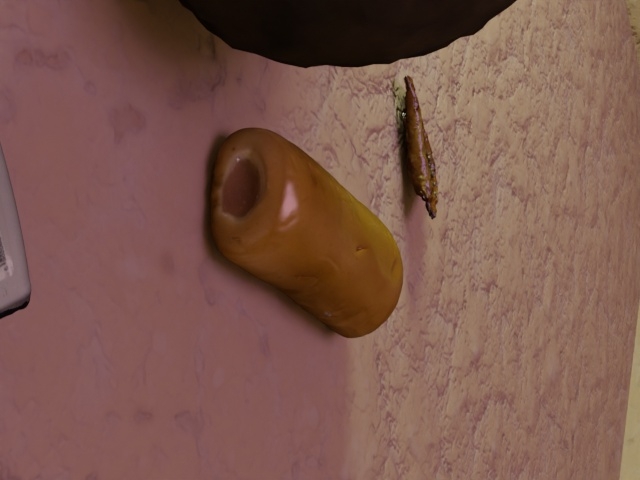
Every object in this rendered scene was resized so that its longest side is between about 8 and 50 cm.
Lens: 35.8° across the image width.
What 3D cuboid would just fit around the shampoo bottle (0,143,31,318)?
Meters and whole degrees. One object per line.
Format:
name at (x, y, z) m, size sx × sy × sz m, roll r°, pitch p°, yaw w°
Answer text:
shampoo bottle at (-0.250, -0.078, 0.541) m, size 0.153 × 0.071 × 0.284 m, roll -26°, pitch 107°, yaw -59°

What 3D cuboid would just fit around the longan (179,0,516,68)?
longan at (0.044, -0.361, 0.793) m, size 0.404 × 0.404 × 0.435 m, roll 31°, pitch 62°, yaw -58°

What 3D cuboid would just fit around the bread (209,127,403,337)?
bread at (0.000, 0.000, 0.994) m, size 0.305 × 0.091 × 0.142 m, roll 38°, pitch 48°, yaw -56°

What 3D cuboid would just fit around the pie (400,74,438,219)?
pie at (0.133, -0.120, 1.325) m, size 0.088 × 0.033 × 0.191 m, roll -4°, pitch 84°, yaw -71°
